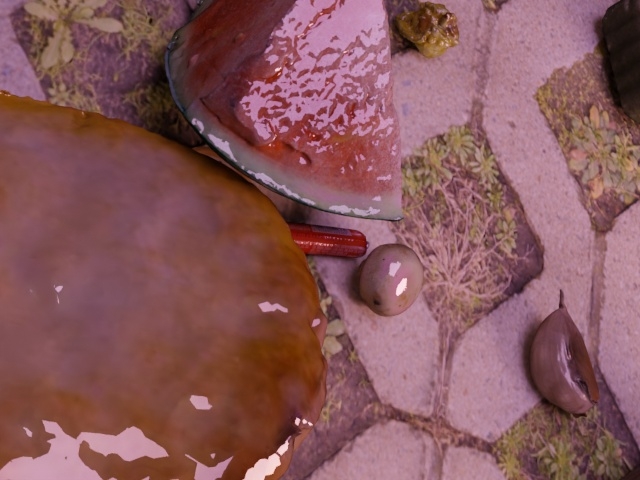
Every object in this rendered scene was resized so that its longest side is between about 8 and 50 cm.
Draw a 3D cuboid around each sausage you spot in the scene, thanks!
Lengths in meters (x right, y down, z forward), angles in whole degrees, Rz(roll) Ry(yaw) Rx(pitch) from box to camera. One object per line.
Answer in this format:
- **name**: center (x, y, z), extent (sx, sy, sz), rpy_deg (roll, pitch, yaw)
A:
- **sausage**: center (0.000, 0.000, 1.150), extent (0.129, 0.034, 0.034), rpy_deg (5, 71, -31)

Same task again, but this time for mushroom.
- **mushroom**: center (0.075, 0.041, 1.160), extent (0.083, 0.084, 0.067), rpy_deg (-29, 45, -36)

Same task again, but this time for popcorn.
- **popcorn**: center (0.133, -0.261, 1.312), extent (0.083, 0.068, 0.059), rpy_deg (12, 21, -4)

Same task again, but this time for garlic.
- **garlic**: center (0.285, 0.144, 1.266), extent (0.084, 0.066, 0.152), rpy_deg (-20, 88, -63)

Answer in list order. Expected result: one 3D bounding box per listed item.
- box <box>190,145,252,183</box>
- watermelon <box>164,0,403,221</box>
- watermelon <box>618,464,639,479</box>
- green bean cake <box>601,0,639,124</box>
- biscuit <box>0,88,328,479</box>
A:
- **box**: center (-0.119, -0.044, 1.088), extent (0.105, 0.037, 0.105), rpy_deg (11, 68, -29)
- **watermelon**: center (-0.058, -0.187, 1.082), extent (0.222, 0.292, 0.319), rpy_deg (-10, 109, -17)
- **watermelon**: center (0.409, 0.339, 1.240), extent (0.202, 0.136, 0.207), rpy_deg (-42, 112, -29)
- **green bean cake**: center (0.501, -0.257, 1.517), extent (0.183, 0.094, 0.185), rpy_deg (-1, 75, -33)
- **biscuit**: center (-0.204, 0.057, 0.902), extent (0.446, 0.104, 0.429), rpy_deg (11, 49, -20)
